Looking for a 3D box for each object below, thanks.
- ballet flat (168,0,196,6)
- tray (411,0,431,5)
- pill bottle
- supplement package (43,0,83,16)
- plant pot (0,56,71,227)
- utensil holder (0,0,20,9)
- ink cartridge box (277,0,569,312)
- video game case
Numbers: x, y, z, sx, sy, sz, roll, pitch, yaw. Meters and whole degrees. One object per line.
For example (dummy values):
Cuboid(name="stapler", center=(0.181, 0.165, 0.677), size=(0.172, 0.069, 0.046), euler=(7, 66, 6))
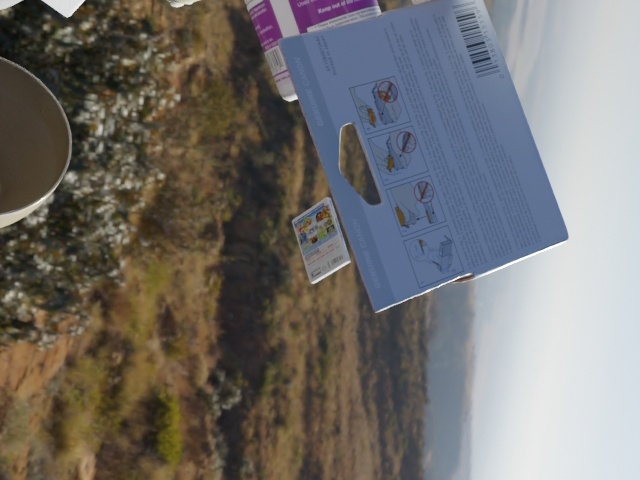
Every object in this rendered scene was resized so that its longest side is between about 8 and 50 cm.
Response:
Cuboid(name="ballet flat", center=(-0.313, -0.522, 1.771), size=(0.086, 0.248, 0.086), euler=(-51, 156, -34))
Cuboid(name="tray", center=(0.136, -0.383, 0.864), size=(0.030, 0.145, 0.271), euler=(-9, 96, -34))
Cuboid(name="pill bottle", center=(-0.026, -0.354, 1.160), size=(0.302, 0.169, 0.169), euler=(70, 22, -9))
Cuboid(name="supplement package", center=(-0.393, -0.491, 1.188), size=(0.199, 0.263, 0.198), euler=(-43, 146, 10))
Cuboid(name="plant pot", center=(-0.552, -0.126, 1.355), size=(0.191, 0.284, 0.284), euler=(-40, -157, 52))
Cuboid(name="utensil holder", center=(-0.411, -0.426, 0.772), size=(0.327, 0.327, 0.386), euler=(2, 85, -74))
Cuboid(name="ink cartridge box", center=(0.098, -0.089, 0.862), size=(0.060, 0.238, 0.275), euler=(-24, -94, 67))
Cuboid(name="video game case", center=(0.000, 0.000, 1.471), size=(0.011, 0.087, 0.122), euler=(11, 55, -49))
